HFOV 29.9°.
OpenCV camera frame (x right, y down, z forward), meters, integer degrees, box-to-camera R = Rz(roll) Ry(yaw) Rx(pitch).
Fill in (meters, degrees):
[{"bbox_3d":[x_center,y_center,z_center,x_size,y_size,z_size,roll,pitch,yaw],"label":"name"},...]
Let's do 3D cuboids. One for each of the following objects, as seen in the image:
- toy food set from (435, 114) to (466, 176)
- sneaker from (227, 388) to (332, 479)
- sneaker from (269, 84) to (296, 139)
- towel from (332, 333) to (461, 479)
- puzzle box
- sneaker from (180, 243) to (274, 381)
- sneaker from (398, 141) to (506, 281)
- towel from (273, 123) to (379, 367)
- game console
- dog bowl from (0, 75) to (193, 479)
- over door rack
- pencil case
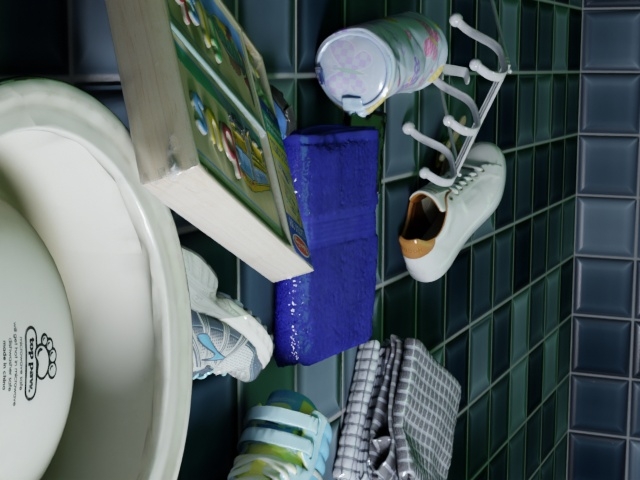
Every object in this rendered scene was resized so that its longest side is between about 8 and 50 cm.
[{"bbox_3d":[0.230,-0.122,2.163,0.132,0.038,0.192,-58,150,-36],"label":"toy food set"},{"bbox_3d":[-0.075,0.273,1.398,0.319,0.127,0.208,38,60,-74],"label":"sneaker"},{"bbox_3d":[-0.059,-0.113,1.451,0.084,0.058,0.152,-39,122,-49],"label":"sneaker"},{"bbox_3d":[0.136,0.297,1.890,0.283,0.121,0.235,51,46,-57],"label":"towel"},{"bbox_3d":[-0.103,-0.128,1.158,0.409,0.052,0.272,45,31,-72],"label":"puzzle box"},{"bbox_3d":[-0.149,0.097,1.258,0.122,0.110,0.283,-59,147,-15],"label":"sneaker"},{"bbox_3d":[0.224,-0.075,2.017,0.290,0.106,0.123,-59,142,-26],"label":"sneaker"},{"bbox_3d":[0.000,0.000,1.602,0.228,0.076,0.308,-12,105,-59],"label":"towel"},{"bbox_3d":[0.059,-0.130,1.782,0.107,0.071,0.122,5,87,-37],"label":"game console"},{"bbox_3d":[-0.252,0.088,0.887,0.408,0.150,0.408,-3,90,-68],"label":"dog bowl"},{"bbox_3d":[0.220,-0.275,1.922,0.324,0.108,0.239,-78,-172,-47],"label":"over door rack"},{"bbox_3d":[0.094,-0.256,1.713,0.273,0.113,0.124,-35,112,-62],"label":"pencil case"}]
